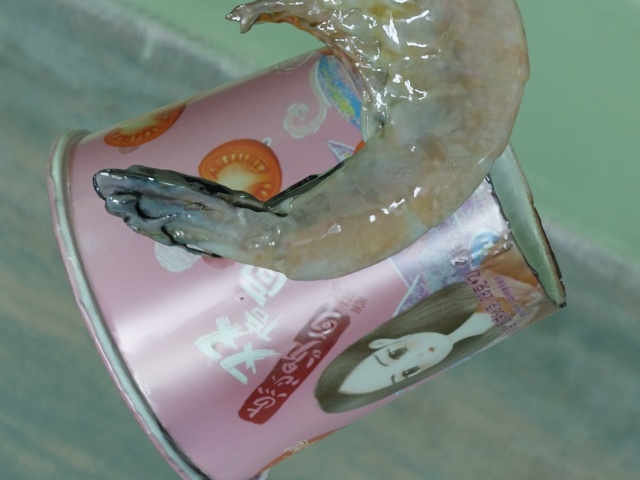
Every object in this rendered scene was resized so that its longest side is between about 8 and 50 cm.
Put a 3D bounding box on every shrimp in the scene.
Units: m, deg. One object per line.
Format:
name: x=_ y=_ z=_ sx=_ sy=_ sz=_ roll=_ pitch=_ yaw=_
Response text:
shrimp: x=-0.036 y=-0.080 z=0.663 sx=0.219 sy=0.046 sz=0.152 roll=41 pitch=90 yaw=-10

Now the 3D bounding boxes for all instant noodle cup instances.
instant noodle cup: x=0.000 y=0.000 z=1.139 sx=0.231 sy=0.243 sz=0.243 roll=-24 pitch=72 yaw=12
